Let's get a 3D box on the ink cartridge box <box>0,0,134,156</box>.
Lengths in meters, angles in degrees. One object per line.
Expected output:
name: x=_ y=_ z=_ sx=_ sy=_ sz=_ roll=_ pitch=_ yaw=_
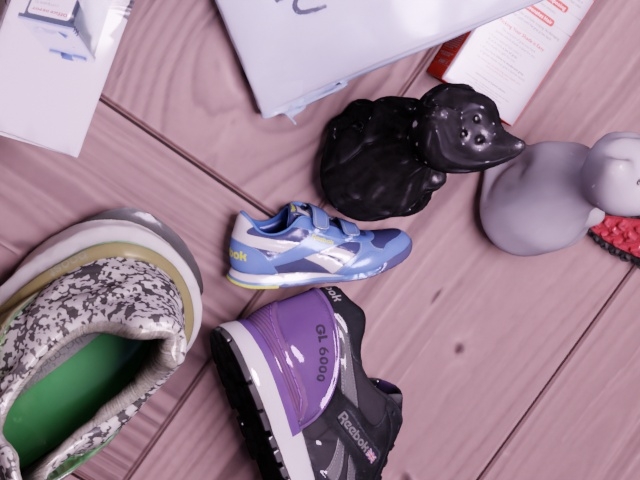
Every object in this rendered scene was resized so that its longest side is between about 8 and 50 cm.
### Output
ink cartridge box: x=-0.173 y=-0.165 z=0.993 sx=0.082 sy=0.139 sz=0.191 roll=17 pitch=99 yaw=-19

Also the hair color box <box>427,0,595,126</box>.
hair color box: x=0.150 y=-0.165 z=1.123 sx=0.072 sy=0.043 sz=0.141 roll=32 pitch=95 yaw=-18

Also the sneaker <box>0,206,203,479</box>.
sneaker: x=-0.245 y=0.145 z=1.028 sx=0.410 sy=0.182 sz=0.158 roll=-43 pitch=109 yaw=0

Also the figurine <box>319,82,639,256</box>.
figurine: x=0.131 y=-0.051 z=1.051 sx=0.214 sy=0.209 sz=0.092 roll=13 pitch=82 yaw=-17

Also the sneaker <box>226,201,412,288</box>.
sneaker: x=0.000 y=0.000 z=1.122 sx=0.144 sy=0.053 sz=0.059 roll=-6 pitch=102 yaw=-13

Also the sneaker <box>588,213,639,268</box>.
sneaker: x=0.334 y=-0.047 z=1.182 sx=0.261 sy=0.125 sz=0.104 roll=-2 pitch=148 yaw=3

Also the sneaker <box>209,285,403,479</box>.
sneaker: x=0.020 y=0.171 z=1.141 sx=0.124 sy=0.107 sz=0.283 roll=-24 pitch=114 yaw=-18

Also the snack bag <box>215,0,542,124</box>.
snack bag: x=0.044 y=-0.290 z=1.041 sx=0.323 sy=0.037 sz=0.343 roll=-22 pitch=109 yaw=5
